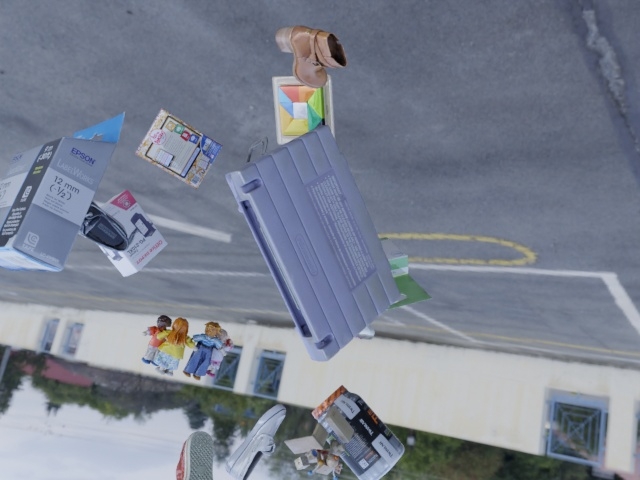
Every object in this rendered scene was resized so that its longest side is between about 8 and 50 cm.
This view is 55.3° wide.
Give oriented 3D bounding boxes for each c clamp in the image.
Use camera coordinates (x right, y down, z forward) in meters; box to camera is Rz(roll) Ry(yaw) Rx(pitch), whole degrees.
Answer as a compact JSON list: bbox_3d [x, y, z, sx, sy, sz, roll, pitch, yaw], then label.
[{"bbox_3d":[-0.223,-0.292,2.118,0.022,0.137,0.160,18,166,-31],"label":"c clamp"}]

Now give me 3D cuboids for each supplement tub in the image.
[{"bbox_3d":[0.127,0.679,2.155,0.316,0.193,0.193,47,170,11],"label":"supplement tub"}]

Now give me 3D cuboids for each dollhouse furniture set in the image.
[{"bbox_3d":[-0.001,0.625,1.949,0.123,0.151,0.144,-24,110,36],"label":"dollhouse furniture set"}]

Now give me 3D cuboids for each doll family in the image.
[{"bbox_3d":[-0.342,0.286,1.636,0.262,0.163,0.118,19,-174,-29],"label":"doll family"}]

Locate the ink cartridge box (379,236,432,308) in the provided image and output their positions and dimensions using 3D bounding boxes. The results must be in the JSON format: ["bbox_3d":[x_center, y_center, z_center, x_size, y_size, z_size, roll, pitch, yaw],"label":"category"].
[{"bbox_3d":[0.117,0.072,1.340,0.171,0.056,0.235,-12,-157,-14],"label":"ink cartridge box"}]

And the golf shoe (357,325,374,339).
[{"bbox_3d":[0.068,0.181,1.537,0.186,0.086,0.067,33,-169,36],"label":"golf shoe"}]

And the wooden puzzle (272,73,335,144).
[{"bbox_3d":[-0.060,-0.415,1.957,0.238,0.221,0.044,8,-159,33],"label":"wooden puzzle"}]

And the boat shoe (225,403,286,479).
[{"bbox_3d":[-0.188,0.648,1.942,0.088,0.267,0.096,34,163,27],"label":"boat shoe"}]

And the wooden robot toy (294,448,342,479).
[{"bbox_3d":[0.015,0.620,1.731,0.173,0.076,0.079,24,128,-31],"label":"wooden robot toy"}]

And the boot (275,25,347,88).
[{"bbox_3d":[0.002,-0.399,1.361,0.152,0.073,0.197,18,168,37],"label":"boot"}]

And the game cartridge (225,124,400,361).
[{"bbox_3d":[0.000,0.000,1.067,0.068,0.355,0.230,-10,-161,46],"label":"game cartridge"}]

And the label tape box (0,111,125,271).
[{"bbox_3d":[-0.552,-0.115,1.234,0.249,0.348,0.115,-3,155,44],"label":"label tape box"}]

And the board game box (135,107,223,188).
[{"bbox_3d":[-0.394,-0.255,1.705,0.193,0.147,0.045,31,180,-23],"label":"board game box"}]

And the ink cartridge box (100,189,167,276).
[{"bbox_3d":[-0.663,-0.023,2.078,0.100,0.172,0.237,-16,115,41],"label":"ink cartridge box"}]

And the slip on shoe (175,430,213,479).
[{"bbox_3d":[-0.393,0.758,1.864,0.123,0.332,0.101,19,143,-28],"label":"slip on shoe"}]

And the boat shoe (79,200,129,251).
[{"bbox_3d":[-0.687,-0.063,1.788,0.301,0.108,0.102,46,175,-36],"label":"boat shoe"}]
